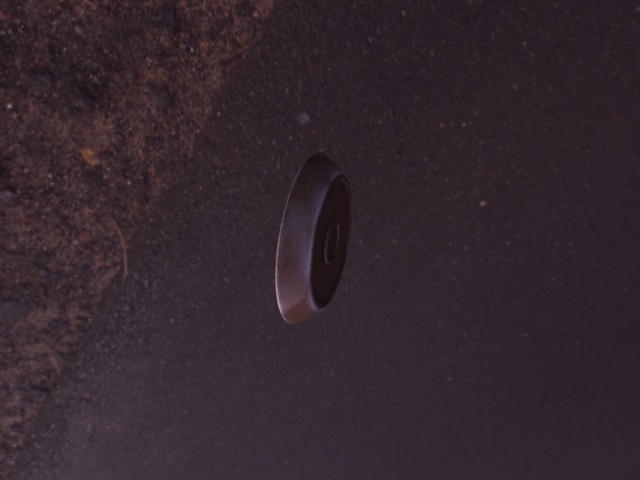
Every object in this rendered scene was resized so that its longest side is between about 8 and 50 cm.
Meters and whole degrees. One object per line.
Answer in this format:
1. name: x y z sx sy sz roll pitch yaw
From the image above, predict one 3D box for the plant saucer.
1. plant saucer: 0.000 0.000 0.611 0.029 0.168 0.168 10 134 17
